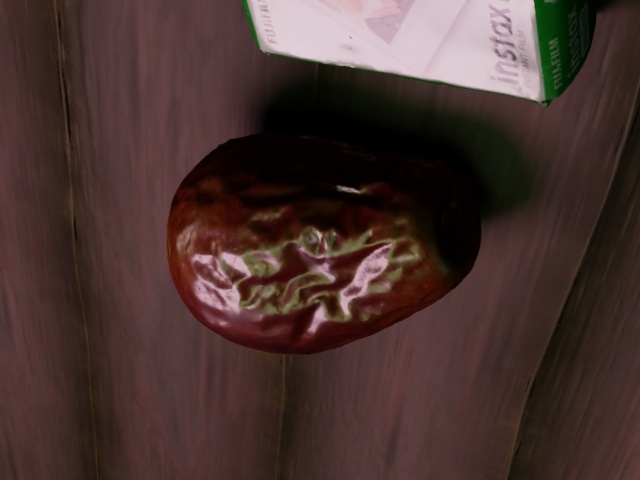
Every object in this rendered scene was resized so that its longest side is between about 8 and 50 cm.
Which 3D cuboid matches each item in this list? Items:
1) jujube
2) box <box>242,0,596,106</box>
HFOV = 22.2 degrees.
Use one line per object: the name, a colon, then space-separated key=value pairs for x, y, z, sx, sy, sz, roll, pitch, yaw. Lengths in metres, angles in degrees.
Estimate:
jujube: x=0.000 y=0.000 z=1.335 sx=0.255 sy=0.190 sz=0.190 roll=-5 pitch=132 yaw=33
box: x=0.060 y=-0.198 z=1.092 sx=0.250 sy=0.103 sz=0.180 roll=14 pitch=143 yaw=27
